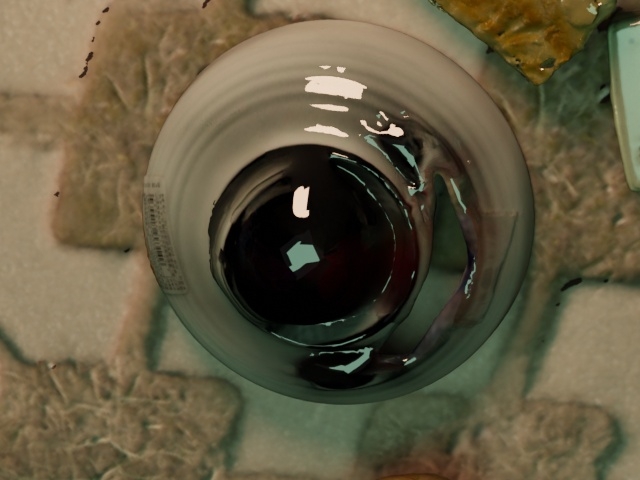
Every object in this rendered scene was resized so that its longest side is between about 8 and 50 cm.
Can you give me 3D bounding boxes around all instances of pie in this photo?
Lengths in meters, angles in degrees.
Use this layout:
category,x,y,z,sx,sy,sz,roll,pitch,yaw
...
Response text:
category,x,y,z,sx,sy,sz,roll,pitch,yaw
pie,0.074,-0.229,1.227,0.282,0.068,0.128,45,133,-2

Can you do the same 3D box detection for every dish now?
category,x,y,z,sx,sy,sz,roll,pitch,yaw
dish,0.000,0.000,1.289,0.273,0.134,0.273,4,109,11

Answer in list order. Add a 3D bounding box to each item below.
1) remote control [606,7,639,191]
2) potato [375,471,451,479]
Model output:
category,x,y,z,sx,sy,sz,roll,pitch,yaw
remote control,0.329,-0.104,1.233,0.285,0.038,0.123,-8,107,13
potato,0.074,0.216,1.381,0.101,0.089,0.172,13,144,29
